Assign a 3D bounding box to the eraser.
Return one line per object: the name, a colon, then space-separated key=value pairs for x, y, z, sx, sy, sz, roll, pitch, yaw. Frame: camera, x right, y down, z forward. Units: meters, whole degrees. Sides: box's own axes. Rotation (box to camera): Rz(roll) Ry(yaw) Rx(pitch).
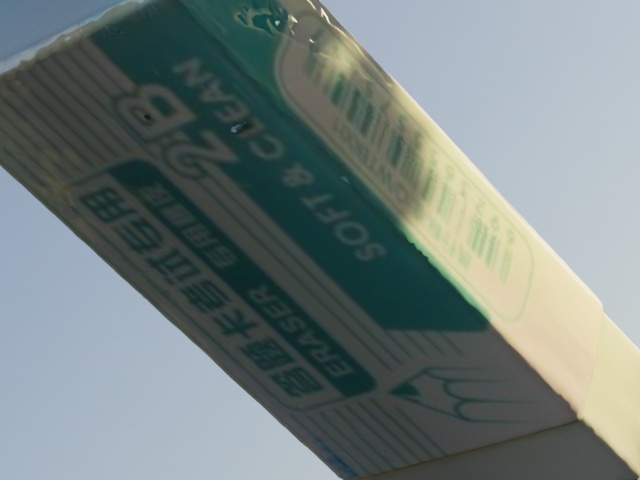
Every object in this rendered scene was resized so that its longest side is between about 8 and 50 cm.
eraser: x=0.000 y=0.000 z=0.574 sx=0.095 sy=0.225 sz=0.052 roll=-20 pitch=38 yaw=37
